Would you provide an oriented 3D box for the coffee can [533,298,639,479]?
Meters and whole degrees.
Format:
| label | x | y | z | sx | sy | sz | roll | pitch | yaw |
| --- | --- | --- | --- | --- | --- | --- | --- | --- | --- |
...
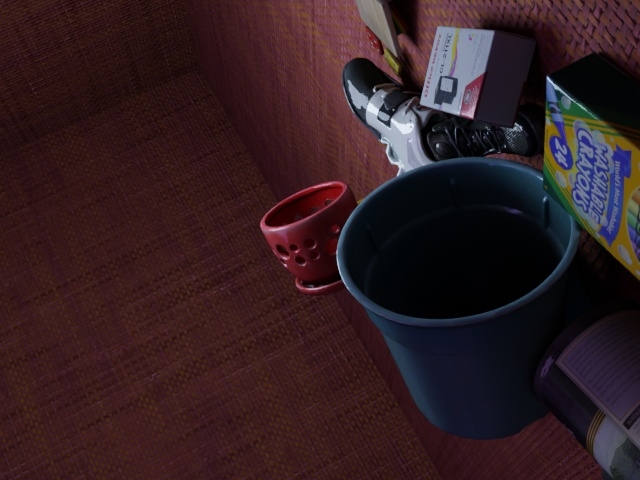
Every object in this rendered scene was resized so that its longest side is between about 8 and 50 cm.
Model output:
| label | x | y | z | sx | sy | sz | roll | pitch | yaw |
| --- | --- | --- | --- | --- | --- | --- | --- | --- | --- |
| coffee can | 0.449 | 0.238 | 1.157 | 0.275 | 0.201 | 0.201 | 51 | 163 | 47 |

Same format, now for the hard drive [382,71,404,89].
| label | x | y | z | sx | sy | sz | roll | pitch | yaw |
| --- | --- | --- | --- | --- | --- | --- | --- | --- | --- |
| hard drive | 0.138 | -0.300 | 1.802 | 0.135 | 0.022 | 0.094 | 49 | 162 | 50 |

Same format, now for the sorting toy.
| label | x | y | z | sx | sy | sz | roll | pitch | yaw |
| --- | --- | --- | --- | --- | --- | --- | --- | --- | --- |
| sorting toy | 0.112 | -0.416 | 1.572 | 0.132 | 0.046 | 0.274 | 55 | 177 | 35 |

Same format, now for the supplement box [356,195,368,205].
| label | x | y | z | sx | sy | sz | roll | pitch | yaw |
| --- | --- | --- | --- | --- | --- | --- | --- | --- | --- |
| supplement box | 0.223 | 0.066 | 1.801 | 0.195 | 0.194 | 0.356 | 39 | 152 | 65 |

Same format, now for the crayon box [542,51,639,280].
| label | x | y | z | sx | sy | sz | roll | pitch | yaw |
| --- | --- | --- | --- | --- | --- | --- | --- | --- | --- |
| crayon box | 0.396 | -0.056 | 1.044 | 0.323 | 0.083 | 0.203 | 53 | 165 | 41 |

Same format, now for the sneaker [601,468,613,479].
| label | x | y | z | sx | sy | sz | roll | pitch | yaw |
| --- | --- | --- | --- | --- | --- | --- | --- | --- | --- |
| sneaker | 0.540 | 0.454 | 1.418 | 0.109 | 0.130 | 0.286 | 66 | 170 | -22 |

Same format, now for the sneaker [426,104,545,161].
| label | x | y | z | sx | sy | sz | roll | pitch | yaw |
| --- | --- | --- | --- | --- | --- | --- | --- | --- | --- |
| sneaker | 0.253 | -0.155 | 1.354 | 0.087 | 0.130 | 0.227 | 66 | 166 | -21 |

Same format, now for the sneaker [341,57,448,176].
| label | x | y | z | sx | sy | sz | roll | pitch | yaw |
| --- | --- | --- | --- | --- | --- | --- | --- | --- | --- |
| sneaker | 0.166 | -0.233 | 1.627 | 0.330 | 0.122 | 0.146 | 57 | 145 | 13 |

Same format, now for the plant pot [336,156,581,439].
| label | x | y | z | sx | sy | sz | roll | pitch | yaw |
| --- | --- | --- | --- | --- | --- | --- | --- | --- | --- |
| plant pot | 0.231 | 0.106 | 1.324 | 0.341 | 0.341 | 0.334 | 51 | 166 | 48 |

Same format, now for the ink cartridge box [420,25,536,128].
| label | x | y | z | sx | sy | sz | roll | pitch | yaw |
| --- | --- | --- | --- | --- | --- | --- | --- | --- | --- |
| ink cartridge box | 0.226 | -0.243 | 1.278 | 0.175 | 0.072 | 0.127 | -143 | 62 | -65 |

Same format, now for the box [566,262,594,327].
| label | x | y | z | sx | sy | sz | roll | pitch | yaw |
| --- | --- | --- | --- | --- | --- | --- | --- | --- | --- |
| box | 0.371 | 0.058 | 1.437 | 0.244 | 0.060 | 0.100 | 64 | 161 | -4 |

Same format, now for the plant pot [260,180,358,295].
| label | x | y | z | sx | sy | sz | roll | pitch | yaw |
| --- | --- | --- | --- | --- | --- | --- | --- | --- | --- |
| plant pot | 0.000 | 0.000 | 1.703 | 0.174 | 0.191 | 0.191 | 65 | 169 | -22 |
